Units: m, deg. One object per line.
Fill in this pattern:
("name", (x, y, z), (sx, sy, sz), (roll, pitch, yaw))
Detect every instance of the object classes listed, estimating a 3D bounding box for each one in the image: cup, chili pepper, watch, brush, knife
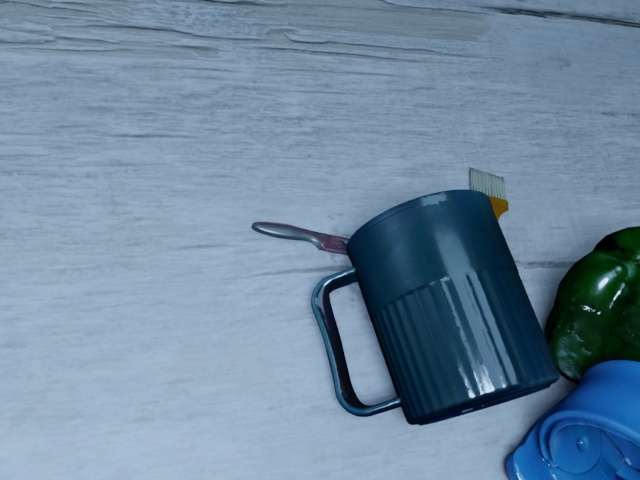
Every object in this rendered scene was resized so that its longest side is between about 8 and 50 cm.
("cup", (0.167, 0.112, 0.801), (0.307, 0.242, 0.292), (-7, 66, -23))
("chili pepper", (0.516, 0.120, 0.881), (0.233, 0.257, 0.248), (29, 50, 36))
("watch", (0.451, 0.336, 0.734), (0.241, 0.274, 0.305), (-33, 69, -30))
("brush", (0.336, -0.011, 1.054), (0.090, 0.017, 0.314), (13, 59, -9))
("knife", (0.000, 0.000, 0.945), (0.247, 0.018, 0.035), (12, 56, -11))
